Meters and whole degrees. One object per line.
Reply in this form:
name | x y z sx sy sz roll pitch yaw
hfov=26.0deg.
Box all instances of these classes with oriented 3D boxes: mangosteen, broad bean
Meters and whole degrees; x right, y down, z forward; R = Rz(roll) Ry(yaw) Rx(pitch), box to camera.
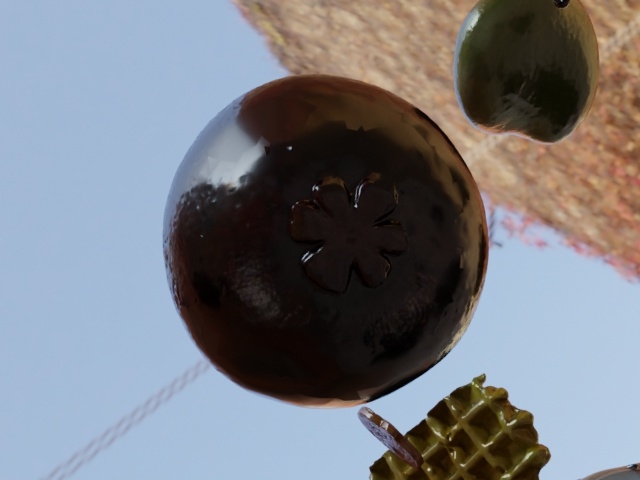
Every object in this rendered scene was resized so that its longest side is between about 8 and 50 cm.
mangosteen | 0.000 0.000 1.302 0.306 0.347 0.307 0 -89 -8
broad bean | 0.240 -0.202 1.593 0.189 0.121 0.263 -57 -26 5

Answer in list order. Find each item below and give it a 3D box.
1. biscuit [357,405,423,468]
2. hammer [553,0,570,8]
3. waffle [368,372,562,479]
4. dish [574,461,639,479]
biscuit | 0.077 0.212 1.507 0.015 0.091 0.078 -46 -15 -15
hammer | 0.297 -0.240 1.312 0.021 0.178 0.065 -49 -41 -35
waffle | 0.183 0.290 1.574 0.057 0.219 0.229 -5 -35 -50
dish | 0.246 0.238 1.071 0.229 0.229 0.081 -41 -50 -21
